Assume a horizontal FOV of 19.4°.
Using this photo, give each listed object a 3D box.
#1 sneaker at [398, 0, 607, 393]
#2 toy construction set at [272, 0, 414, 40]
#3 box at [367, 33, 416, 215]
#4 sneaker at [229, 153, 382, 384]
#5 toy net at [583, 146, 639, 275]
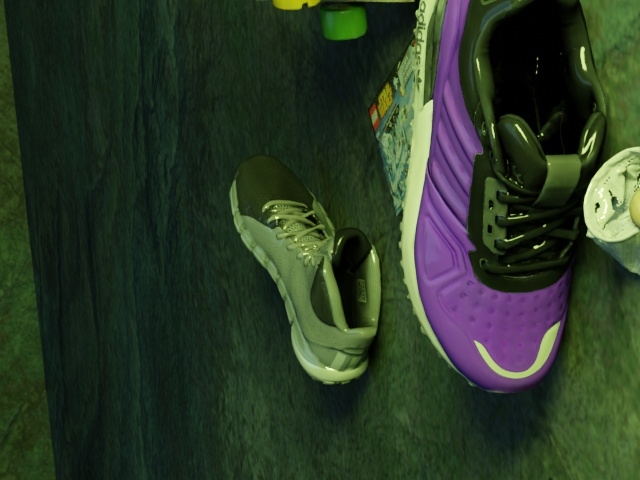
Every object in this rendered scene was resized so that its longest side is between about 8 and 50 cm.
[{"bbox_3d":[0.119,-0.035,1.148,0.146,0.102,0.293,-149,53,-68],"label":"sneaker"},{"bbox_3d":[-0.044,-0.226,1.298,0.257,0.308,0.237,-110,14,-57],"label":"toy construction set"},{"bbox_3d":[0.075,-0.086,1.396,0.137,0.027,0.094,124,134,-66],"label":"box"},{"bbox_3d":[0.000,0.000,1.612,0.229,0.086,0.132,64,153,20],"label":"sneaker"},{"bbox_3d":[0.187,-0.039,1.021,0.232,0.045,0.122,142,118,-71],"label":"toy net"}]
